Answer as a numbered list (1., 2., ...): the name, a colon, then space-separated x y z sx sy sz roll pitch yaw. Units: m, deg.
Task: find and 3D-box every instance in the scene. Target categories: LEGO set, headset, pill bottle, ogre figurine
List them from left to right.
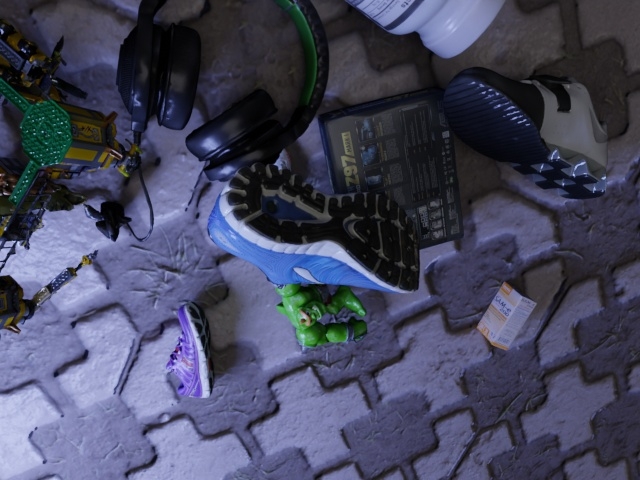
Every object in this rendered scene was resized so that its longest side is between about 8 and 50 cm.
1. LEGO set: -0.336 -0.064 0.621 0.254 0.192 0.331 31 102 15
2. headset: -0.161 -0.169 0.695 0.243 0.185 0.394 36 84 -21
3. ogre figurine: -0.003 0.089 0.828 0.118 0.097 0.197 -29 130 -19
4. pill bottle: 0.084 -0.352 0.638 0.278 0.162 0.162 28 103 -20

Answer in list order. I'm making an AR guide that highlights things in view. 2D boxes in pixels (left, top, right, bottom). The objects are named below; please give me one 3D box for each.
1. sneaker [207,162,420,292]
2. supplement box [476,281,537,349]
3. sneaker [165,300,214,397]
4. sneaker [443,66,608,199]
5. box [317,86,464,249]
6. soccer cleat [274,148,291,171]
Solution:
1. sneaker: 0.000 0.000 0.730 0.329 0.147 0.130 20 63 -28
2. supplement box: 0.319 0.129 0.922 0.036 0.062 0.099 23 104 -17
3. sneaker: -0.207 0.177 0.830 0.071 0.068 0.170 -2 111 -5
4. sneaker: 0.304 -0.184 0.767 0.330 0.122 0.146 22 79 -35
5. box: 0.108 -0.091 0.797 0.183 0.059 0.233 -16 113 -6
6. soccer cleat: -0.054 -0.096 0.774 0.029 0.036 0.083 -10 112 -8
